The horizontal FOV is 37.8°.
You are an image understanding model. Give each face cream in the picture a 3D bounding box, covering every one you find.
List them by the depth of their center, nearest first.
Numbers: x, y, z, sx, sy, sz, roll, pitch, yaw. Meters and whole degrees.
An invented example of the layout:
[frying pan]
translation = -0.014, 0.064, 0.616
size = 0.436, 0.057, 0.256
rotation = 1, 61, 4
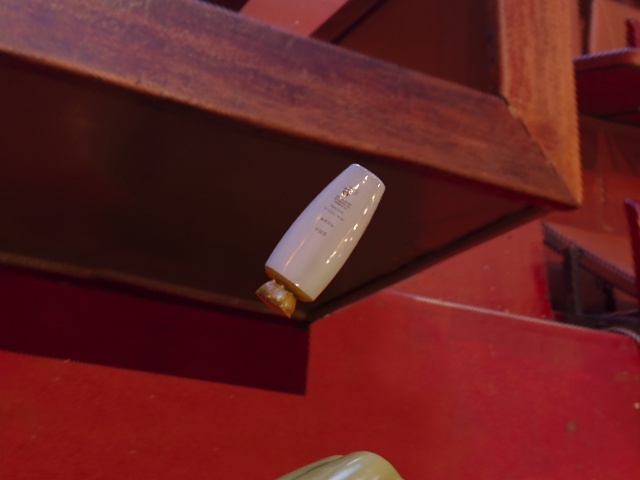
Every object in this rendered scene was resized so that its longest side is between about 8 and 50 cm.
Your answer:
[face cream]
translation = 0.000, 0.000, 1.021
size = 0.072, 0.051, 0.182
rotation = 34, 81, 14

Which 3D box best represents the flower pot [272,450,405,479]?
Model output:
[flower pot]
translation = 0.005, 0.290, 0.849
size = 0.179, 0.195, 0.195
rotation = -30, 91, -48
